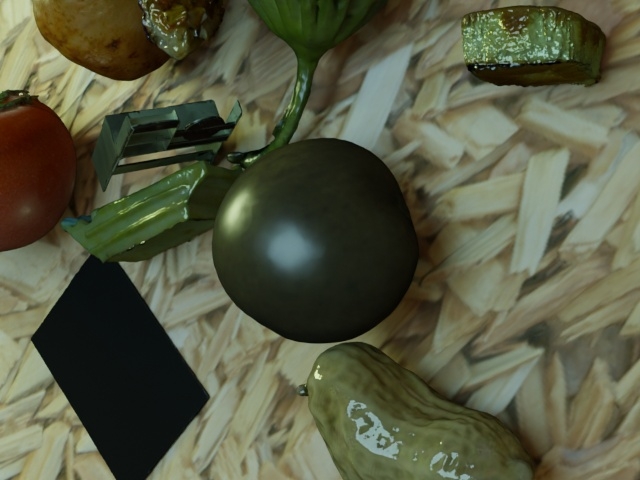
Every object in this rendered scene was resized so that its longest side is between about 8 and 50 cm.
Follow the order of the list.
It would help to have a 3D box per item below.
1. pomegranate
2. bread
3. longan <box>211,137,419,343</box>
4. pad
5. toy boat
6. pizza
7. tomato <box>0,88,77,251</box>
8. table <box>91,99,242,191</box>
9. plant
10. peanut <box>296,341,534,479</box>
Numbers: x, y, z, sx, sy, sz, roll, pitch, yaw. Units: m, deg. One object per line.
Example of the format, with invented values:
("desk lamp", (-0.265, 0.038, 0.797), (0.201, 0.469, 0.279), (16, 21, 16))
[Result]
("pomegranate", (-0.265, -0.331, 1.792), (0.248, 0.248, 0.248), (-4, 83, 37))
("bread", (0.227, -0.202, 1.464), (0.140, 0.128, 0.069), (0, 83, 31))
("longan", (0.000, 0.000, 1.560), (0.248, 0.248, 0.248), (-4, 83, 37))
("pad", (-0.281, 0.172, 1.887), (0.202, 0.005, 0.300), (-52, 58, 21))
("toy boat", (-0.217, -0.027, 1.792), (0.276, 0.111, 0.084), (-18, 79, 35))
("pizza", (-0.153, -0.358, 1.658), (0.085, 0.161, 0.305), (-3, 70, 22))
("tomato", (-0.466, -0.099, 1.910), (0.256, 0.256, 0.224), (19, 114, 37))
("table", (-0.194, -0.132, 1.720), (0.062, 0.146, 0.175), (69, 153, 19))
("plant", (0.003, -0.243, 1.669), (0.251, 0.180, 0.333), (22, 127, 46))
("peanut", (0.104, 0.228, 1.510), (0.291, 0.143, 0.159), (29, 137, 30))
